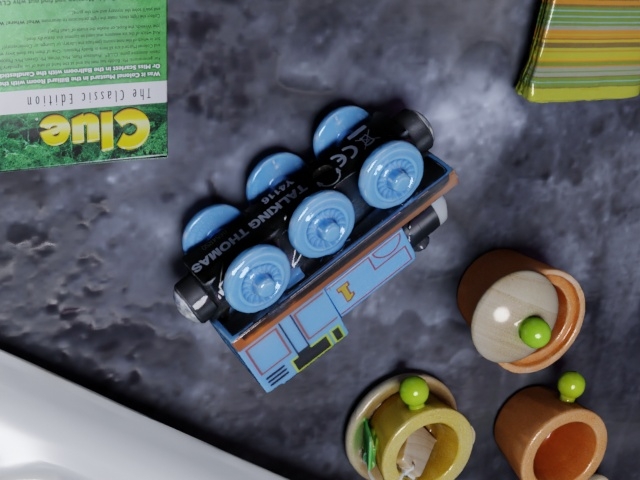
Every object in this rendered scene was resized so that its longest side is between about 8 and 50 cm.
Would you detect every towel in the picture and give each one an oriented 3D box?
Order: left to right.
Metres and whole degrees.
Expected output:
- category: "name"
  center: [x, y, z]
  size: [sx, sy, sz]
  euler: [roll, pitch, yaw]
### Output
- category: "towel"
  center: [0.187, -0.199, 0.752]
  size: [0.102, 0.021, 0.237]
  euler: [-6, 119, -32]

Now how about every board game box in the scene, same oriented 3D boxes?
- category: "board game box"
  center: [-0.203, -0.096, 0.612]
  size: [0.260, 0.030, 0.136]
  euler: [-7, 113, -24]

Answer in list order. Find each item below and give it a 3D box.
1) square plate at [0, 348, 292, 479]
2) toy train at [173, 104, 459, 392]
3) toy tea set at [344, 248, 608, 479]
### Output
- category: "square plate"
  center: [-0.152, 0.272, 0.754]
  size: [0.344, 0.049, 0.347]
  euler: [29, 101, -25]
- category: "toy train"
  center: [0.000, 0.000, 0.730]
  size: [0.184, 0.080, 0.105]
  euler: [-38, 132, -9]
- category: "toy tea set"
  center: [0.133, 0.174, 0.841]
  size: [0.200, 0.124, 0.336]
  euler: [-25, 121, -14]
